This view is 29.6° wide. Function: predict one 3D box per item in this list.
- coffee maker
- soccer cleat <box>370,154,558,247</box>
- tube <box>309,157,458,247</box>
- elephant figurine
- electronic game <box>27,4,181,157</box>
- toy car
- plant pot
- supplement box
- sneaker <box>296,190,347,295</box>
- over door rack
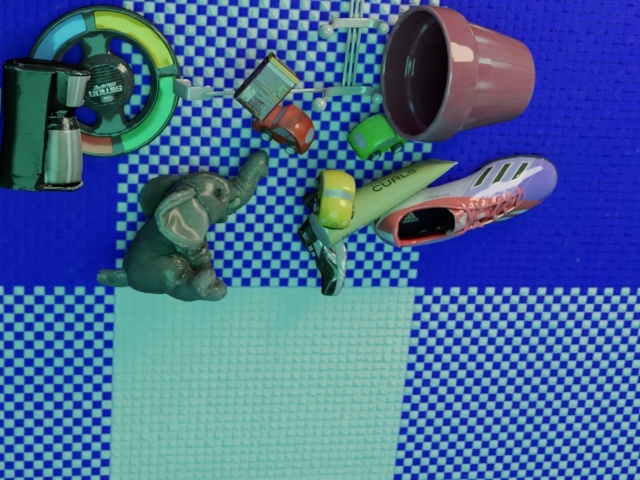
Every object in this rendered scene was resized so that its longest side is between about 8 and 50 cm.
[{"bbox_3d":[-0.413,-0.164,1.709,0.171,0.120,0.178,-4,106,-34],"label":"coffee maker"},{"bbox_3d":[0.241,-0.054,1.945,0.318,0.116,0.108,-14,112,-6],"label":"soccer cleat"},{"bbox_3d":[0.096,-0.072,1.890,0.240,0.070,0.062,-29,149,-16],"label":"tube"},{"bbox_3d":[-0.205,-0.036,1.857,0.169,0.186,0.239,14,99,28],"label":"elephant figurine"},{"bbox_3d":[-0.321,-0.234,1.796,0.229,0.048,0.229,-4,111,-11],"label":"electronic game"},{"bbox_3d":[0.041,-0.147,1.858,0.225,0.239,0.053,-23,158,-27],"label":"toy car"},{"bbox_3d":[0.215,-0.249,1.839,0.180,0.201,0.201,-1,111,-28],"label":"plant pot"},{"bbox_3d":[-0.077,-0.220,1.741,0.055,0.043,0.083,41,102,-17],"label":"supplement box"},{"bbox_3d":[0.000,0.000,1.947,0.077,0.072,0.178,-1,98,-6],"label":"sneaker"},{"bbox_3d":[-0.048,-0.315,1.777,0.324,0.108,0.239,-1,110,-18],"label":"over door rack"}]
